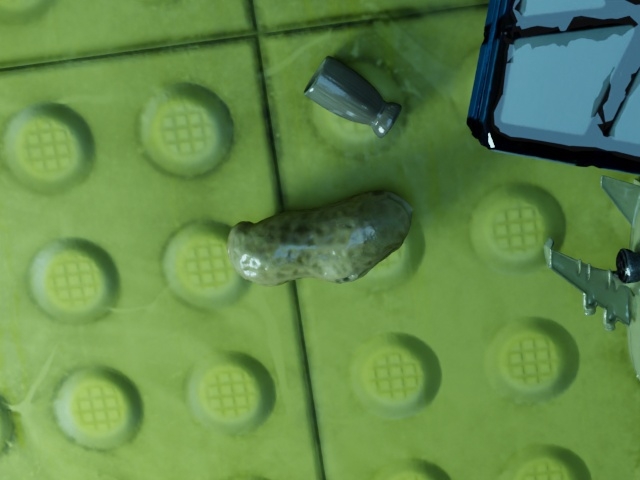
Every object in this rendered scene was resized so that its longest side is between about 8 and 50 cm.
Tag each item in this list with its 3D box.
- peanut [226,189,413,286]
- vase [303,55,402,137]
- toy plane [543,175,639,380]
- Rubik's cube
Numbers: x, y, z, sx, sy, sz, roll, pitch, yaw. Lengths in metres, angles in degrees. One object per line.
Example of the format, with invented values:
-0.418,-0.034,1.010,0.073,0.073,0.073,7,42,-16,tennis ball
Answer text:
0.000,0.000,1.628,0.214,0.099,0.099,-7,105,5,peanut
0.037,-0.156,1.603,0.101,0.053,0.053,32,105,-10,vase
0.368,0.047,1.619,0.242,0.104,0.256,-7,99,-10,toy plane
0.309,-0.208,1.433,0.294,0.283,0.288,9,96,4,Rubik's cube
